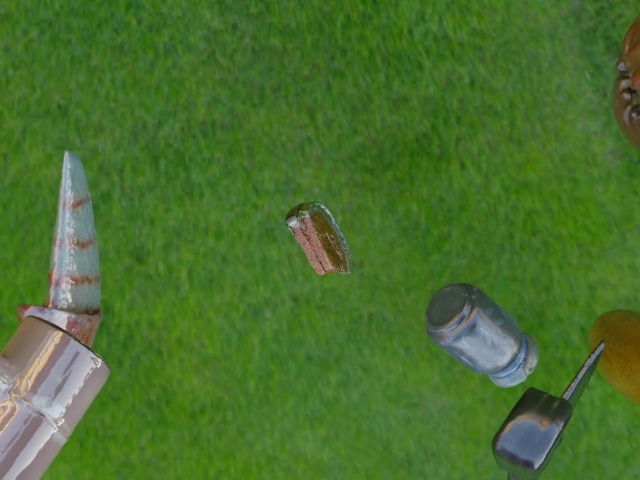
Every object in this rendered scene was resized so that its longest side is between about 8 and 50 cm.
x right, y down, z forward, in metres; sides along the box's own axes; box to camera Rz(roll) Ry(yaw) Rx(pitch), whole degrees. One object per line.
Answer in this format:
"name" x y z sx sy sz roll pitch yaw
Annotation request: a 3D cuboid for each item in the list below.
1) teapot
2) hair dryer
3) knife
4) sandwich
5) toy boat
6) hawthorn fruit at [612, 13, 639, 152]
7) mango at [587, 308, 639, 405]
"teapot" 0.106 0.067 0.912 0.063 0.049 0.083 -10 141 46
"hair dryer" -0.360 0.106 1.201 0.344 0.106 0.189 49 66 -38
"knife" 0.098 0.073 0.549 0.072 0.019 0.245 -57 166 -5
"sandwich" 0.002 0.000 1.318 0.026 0.069 0.101 -22 115 23
"toy boat" -0.338 0.018 1.760 0.096 0.206 0.282 6 96 16
"hawthorn fruit" 0.324 -0.132 1.081 0.189 0.149 0.149 -2 132 -30
"mango" 0.350 0.117 1.242 0.136 0.227 0.099 -22 115 -39
